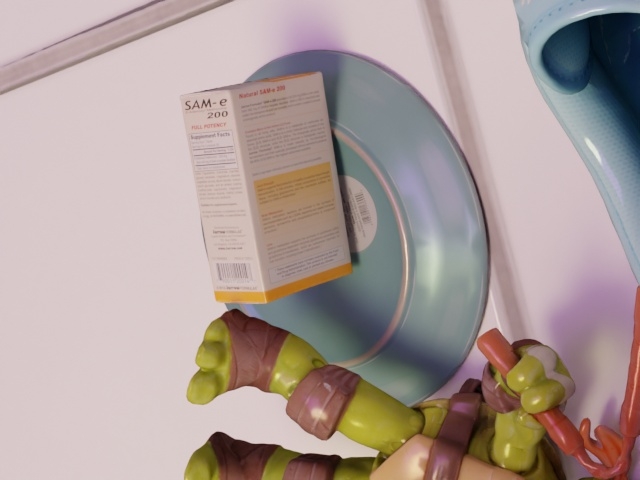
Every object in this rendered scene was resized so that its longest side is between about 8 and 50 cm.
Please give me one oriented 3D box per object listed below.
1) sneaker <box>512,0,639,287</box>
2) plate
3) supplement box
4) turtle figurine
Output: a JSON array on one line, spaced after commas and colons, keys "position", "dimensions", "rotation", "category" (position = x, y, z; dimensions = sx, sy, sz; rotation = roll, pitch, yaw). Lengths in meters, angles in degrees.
[{"position": [0.119, -0.121, 0.456], "dimensions": [0.135, 0.150, 0.366], "rotation": [-27, 84, 42], "category": "sneaker"}, {"position": [0.000, 0.000, 0.685], "dimensions": [0.188, 0.024, 0.188], "rotation": [14, 111, 40], "category": "plate"}, {"position": [-0.024, -0.025, 0.639], "dimensions": [0.036, 0.062, 0.098], "rotation": [-1, 101, 44], "category": "supplement box"}, {"position": [0.051, 0.094, 0.615], "dimensions": [0.217, 0.087, 0.269], "rotation": [15, 132, 14], "category": "turtle figurine"}]
